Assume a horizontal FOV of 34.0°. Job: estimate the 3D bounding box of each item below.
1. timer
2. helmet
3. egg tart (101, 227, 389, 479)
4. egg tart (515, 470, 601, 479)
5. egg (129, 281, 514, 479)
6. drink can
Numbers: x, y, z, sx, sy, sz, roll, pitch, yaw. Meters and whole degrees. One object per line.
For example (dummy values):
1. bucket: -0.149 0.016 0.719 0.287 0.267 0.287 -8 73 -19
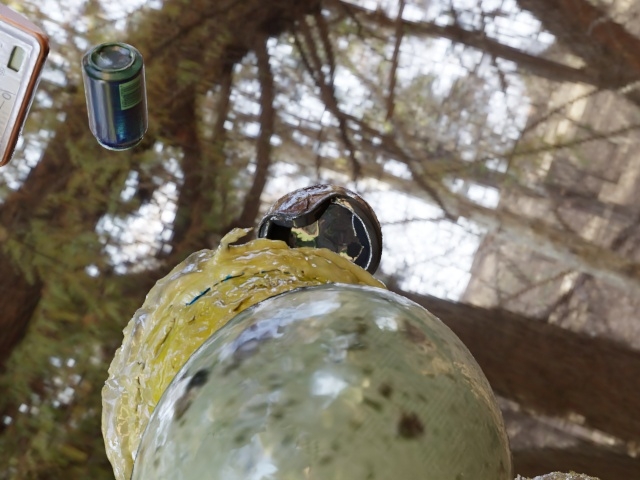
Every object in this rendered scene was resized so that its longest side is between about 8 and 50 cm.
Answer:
1. timer: -0.598 -0.289 1.826 0.161 0.250 0.257 -18 -43 -63
2. helmet: 0.000 0.000 1.776 0.193 0.216 0.189 -69 -33 -69
3. egg tart: -0.040 0.173 1.119 0.387 0.388 0.169 -61 9 -19
4. egg tart: 0.399 0.450 1.546 0.150 0.352 0.352 -46 -29 -26
5. egg: 0.004 0.181 0.804 0.379 0.288 0.287 -81 -3 -56
6. drink can: -0.394 -0.276 2.018 0.118 0.118 0.205 -52 -20 -37
